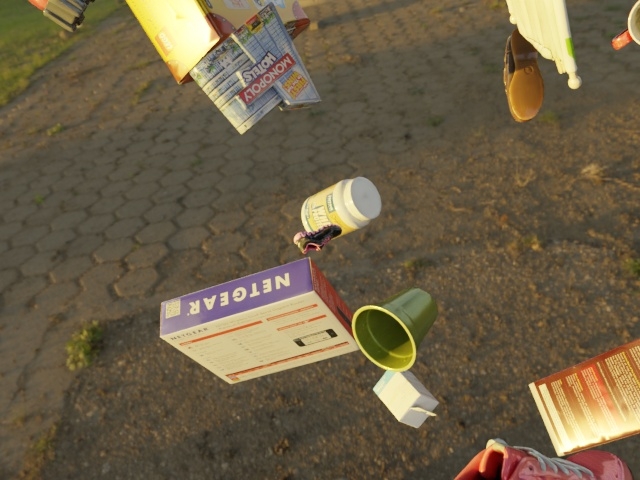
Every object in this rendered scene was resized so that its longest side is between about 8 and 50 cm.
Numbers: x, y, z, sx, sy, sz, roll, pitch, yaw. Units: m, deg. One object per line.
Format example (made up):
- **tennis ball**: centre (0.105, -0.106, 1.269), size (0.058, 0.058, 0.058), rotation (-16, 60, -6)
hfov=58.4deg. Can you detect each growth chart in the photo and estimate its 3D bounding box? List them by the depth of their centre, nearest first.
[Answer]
- **growth chart**: centre (0.268, -0.317, 0.737), size (0.021, 0.172, 0.237), rotation (-21, 40, 11)

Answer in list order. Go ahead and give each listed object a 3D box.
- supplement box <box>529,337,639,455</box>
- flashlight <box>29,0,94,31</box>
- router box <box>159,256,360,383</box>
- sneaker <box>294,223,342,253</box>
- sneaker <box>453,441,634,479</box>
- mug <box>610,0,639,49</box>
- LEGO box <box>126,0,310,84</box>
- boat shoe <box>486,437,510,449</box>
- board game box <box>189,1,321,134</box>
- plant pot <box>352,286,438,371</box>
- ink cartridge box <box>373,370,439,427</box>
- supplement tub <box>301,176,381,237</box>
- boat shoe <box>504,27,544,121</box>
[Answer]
- **supplement box**: centre (0.478, 0.253, 0.933), size (0.073, 0.239, 0.130), rotation (6, 57, -37)
- **flashlight**: centre (-0.453, -0.414, 0.772), size (0.103, 0.304, 0.103), rotation (-45, 31, 26)
- **router box**: centre (-0.116, 0.186, 1.230), size (0.336, 0.301, 0.082), rotation (-17, 54, 12)
- **sneaker**: centre (0.000, 0.000, 1.361), size (0.119, 0.047, 0.057), rotation (-18, 52, -12)
- **sneaker**: centre (0.242, 0.282, 0.638), size (0.314, 0.136, 0.116), rotation (-13, 1, -32)
- **mug**: centre (0.707, -0.480, 1.223), size (0.150, 0.113, 0.169), rotation (2, 27, 32)
- **LEGO box**: centre (-0.308, -0.679, 1.408), size (0.193, 0.500, 0.372), rotation (-28, 5, 40)
- **boat shoe**: centre (0.469, 0.550, 1.215), size (0.105, 0.113, 0.306), rotation (-9, 34, -18)
- **board game box**: centre (-0.103, -0.298, 1.063), size (0.194, 0.194, 0.060), rotation (-45, 15, -14)
- **plant pot**: centre (0.093, 0.092, 0.652), size (0.083, 0.083, 0.079), rotation (16, 36, 37)
- **ink cartridge box**: centre (0.224, 0.406, 1.476), size (0.090, 0.092, 0.143), rotation (-53, 39, 7)
- **supplement tub**: centre (0.058, -0.088, 1.620), size (0.200, 0.144, 0.144), rotation (-24, 17, 44)
- **boat shoe**: centre (0.431, -0.346, 1.222), size (0.073, 0.206, 0.073), rotation (3, -10, 3)
